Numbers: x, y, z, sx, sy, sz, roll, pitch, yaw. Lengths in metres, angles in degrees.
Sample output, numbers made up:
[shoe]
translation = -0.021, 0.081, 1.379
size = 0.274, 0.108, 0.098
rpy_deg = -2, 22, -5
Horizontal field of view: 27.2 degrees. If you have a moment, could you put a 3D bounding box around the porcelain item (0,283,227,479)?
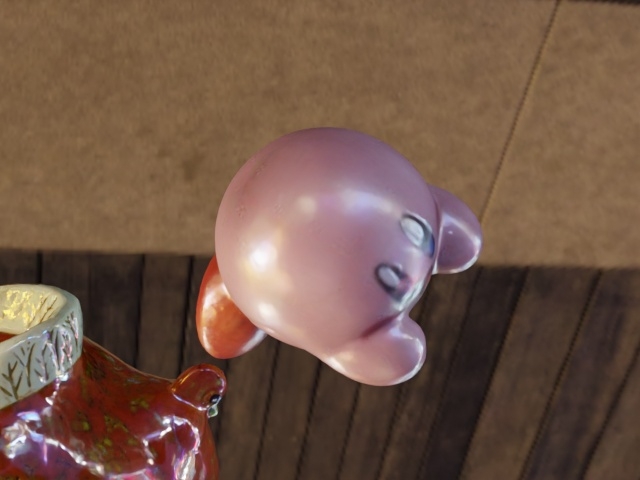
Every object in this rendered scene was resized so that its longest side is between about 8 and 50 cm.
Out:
[porcelain item]
translation = -0.163, 0.139, 0.858
size = 0.253, 0.253, 0.253
rpy_deg = -5, 136, -5

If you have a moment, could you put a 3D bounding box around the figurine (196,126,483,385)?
[figurine]
translation = -0.008, -0.004, 1.287
size = 0.269, 0.261, 0.211
rpy_deg = -59, 138, -15
